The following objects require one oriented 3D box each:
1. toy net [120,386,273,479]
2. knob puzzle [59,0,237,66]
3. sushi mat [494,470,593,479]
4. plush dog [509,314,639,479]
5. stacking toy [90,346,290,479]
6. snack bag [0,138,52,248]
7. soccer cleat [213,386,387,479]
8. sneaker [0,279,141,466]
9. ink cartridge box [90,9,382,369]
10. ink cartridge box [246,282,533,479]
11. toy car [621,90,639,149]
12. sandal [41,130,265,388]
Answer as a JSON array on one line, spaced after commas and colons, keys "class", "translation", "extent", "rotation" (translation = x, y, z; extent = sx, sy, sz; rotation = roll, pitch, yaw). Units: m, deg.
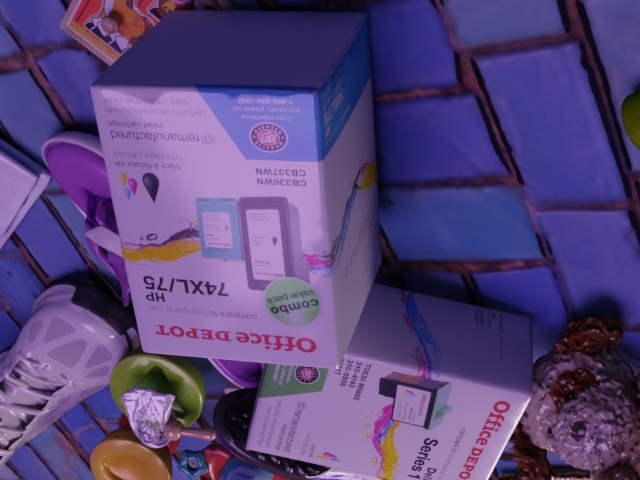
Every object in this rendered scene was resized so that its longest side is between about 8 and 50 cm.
[{"class": "toy net", "translation": [-0.178, 0.282, 1.390], "extent": [0.232, 0.045, 0.122], "rotation": [42, 105, -4]}, {"class": "knob puzzle", "translation": [-0.160, -0.212, 1.037], "extent": [0.213, 0.030, 0.213], "rotation": [15, 137, 15]}, {"class": "sushi mat", "translation": [0.356, 0.409, 1.399], "extent": [0.151, 0.019, 0.317], "rotation": [-9, 128, 32]}, {"class": "plush dog", "translation": [0.321, 0.194, 1.112], "extent": [0.225, 0.210, 0.262], "rotation": [29, 113, 20]}, {"class": "stacking toy", "translation": [-0.157, 0.250, 1.479], "extent": [0.308, 0.130, 0.280], "rotation": [12, 122, 7]}, {"class": "snack bag", "translation": [-0.541, -0.092, 1.359], "extent": [0.323, 0.037, 0.342], "rotation": [36, 139, -13]}, {"class": "soccer cleat", "translation": [-0.007, 0.263, 1.321], "extent": [0.318, 0.109, 0.116], "rotation": [16, 149, -30]}, {"class": "sneaker", "translation": [-0.417, 0.242, 1.472], "extent": [0.169, 0.257, 0.447], "rotation": [38, 138, -12]}, {"class": "ink cartridge box", "translation": [-0.062, -0.051, 0.963], "extent": [0.198, 0.197, 0.270], "rotation": [3, 121, 14]}, {"class": "ink cartridge box", "translation": [0.075, 0.161, 1.161], "extent": [0.278, 0.117, 0.201], "rotation": [13, 132, -3]}, {"class": "toy car", "translation": [0.324, -0.046, 0.821], "extent": [0.155, 0.188, 0.149], "rotation": [-18, 122, 40]}, {"class": "sandal", "translation": [-0.183, 0.044, 1.233], "extent": [0.416, 0.102, 0.169], "rotation": [49, 142, -16]}]
